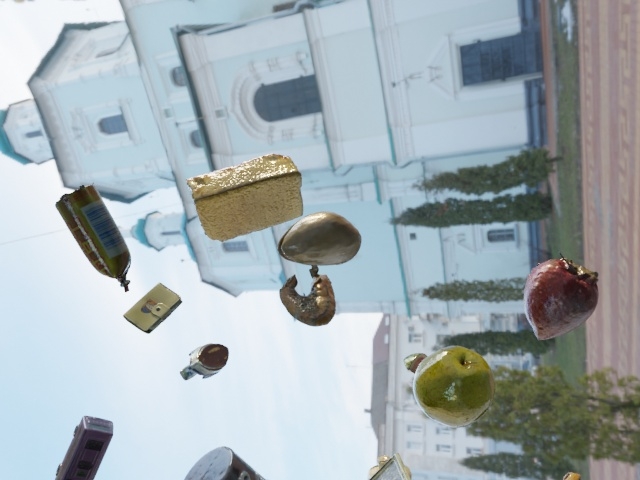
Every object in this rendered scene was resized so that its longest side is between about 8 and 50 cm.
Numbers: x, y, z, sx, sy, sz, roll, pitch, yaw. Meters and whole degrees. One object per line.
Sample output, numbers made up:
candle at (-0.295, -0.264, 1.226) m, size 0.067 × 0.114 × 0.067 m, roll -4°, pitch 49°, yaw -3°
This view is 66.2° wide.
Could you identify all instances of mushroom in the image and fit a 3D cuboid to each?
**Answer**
mushroom at (0.225, 0.777, 1.623) m, size 0.154 × 0.154 × 0.122 m, roll 14°, pitch -118°, yaw -68°

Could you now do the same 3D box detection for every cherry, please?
cherry at (0.672, 0.169, 1.398) m, size 0.192 × 0.175 × 0.249 m, roll 21°, pitch -89°, yaw -23°

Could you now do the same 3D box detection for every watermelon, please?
watermelon at (0.348, 0.455, 1.818) m, size 0.163 × 0.069 × 0.086 m, roll 41°, pitch -117°, yaw -45°

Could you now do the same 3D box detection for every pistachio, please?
pistachio at (0.000, 0.000, 1.048) m, size 0.124 × 0.185 × 0.124 m, roll 163°, pitch 90°, yaw -74°

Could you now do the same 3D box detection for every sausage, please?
sausage at (-0.619, 0.005, 1.382) m, size 0.117 × 0.125 × 0.317 m, roll -30°, pitch -78°, yaw -29°

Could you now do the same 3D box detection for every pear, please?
pear at (0.319, 0.346, 1.174) m, size 0.198 × 0.199 × 0.197 m, roll -4°, pitch -90°, yaw -68°

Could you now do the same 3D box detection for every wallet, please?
wallet at (-0.520, 0.212, 1.534) m, size 0.155 × 0.110 × 0.039 m, roll -48°, pitch -22°, yaw -34°

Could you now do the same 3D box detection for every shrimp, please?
shrimp at (-0.025, 0.118, 1.120) m, size 0.187 × 0.133 × 0.051 m, roll -89°, pitch 25°, yaw -54°

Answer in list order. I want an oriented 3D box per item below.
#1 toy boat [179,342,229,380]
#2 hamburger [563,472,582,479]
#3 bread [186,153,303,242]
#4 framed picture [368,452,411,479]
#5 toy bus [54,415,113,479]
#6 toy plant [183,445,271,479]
toy boat at (-0.411, 0.432, 1.732) m, size 0.114 × 0.115 × 0.262 m, roll 57°, pitch -166°, yaw 9°
hamburger at (0.780, 0.849, 1.499) m, size 0.245 × 0.260 × 0.211 m, roll 30°, pitch -163°, yaw -49°
bread at (-0.184, -0.110, 1.260) m, size 0.184 × 0.275 × 0.114 m, roll 87°, pitch 162°, yaw -51°
framed picture at (0.113, 0.486, 0.916) m, size 0.011 × 0.142 × 0.183 m, roll 45°, pitch 179°, yaw -4°
toy bus at (-0.574, 0.528, 1.189) m, size 0.087 × 0.098 × 0.178 m, roll 25°, pitch -96°, yaw -28°
toy plant at (-0.129, 0.648, 1.083) m, size 0.400 × 0.185 × 0.279 m, roll 52°, pitch -176°, yaw -17°
